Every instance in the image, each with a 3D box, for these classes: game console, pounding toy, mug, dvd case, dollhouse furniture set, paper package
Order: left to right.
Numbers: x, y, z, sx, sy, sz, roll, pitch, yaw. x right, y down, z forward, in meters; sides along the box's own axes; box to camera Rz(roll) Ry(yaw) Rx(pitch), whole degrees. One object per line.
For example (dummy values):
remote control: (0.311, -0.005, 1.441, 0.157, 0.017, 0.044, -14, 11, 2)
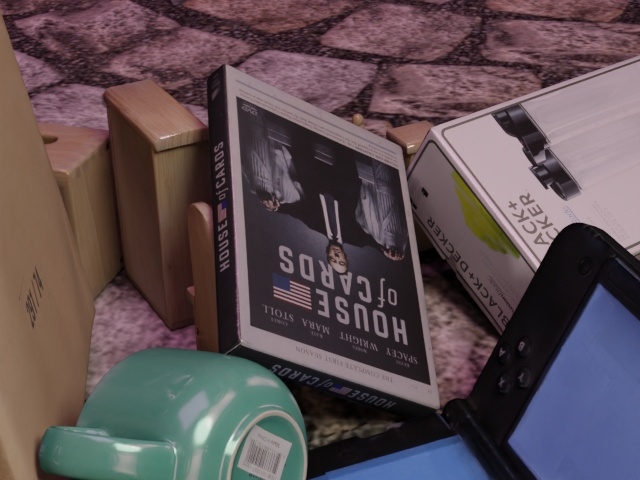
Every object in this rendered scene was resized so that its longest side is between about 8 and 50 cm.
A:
paper package: (-0.260, 0.026, 0.756, 0.168, 0.309, 0.325, -11, 29, 0)
pounding toy: (-0.266, -0.066, 1.030, 0.181, 0.206, 0.094, 7, 30, 16)
mug: (-0.075, 0.136, 0.722, 0.097, 0.129, 0.158, 3, 25, 36)
dvd case: (0.000, 0.000, 0.888, 0.179, 0.029, 0.238, 22, 47, -34)
dollhouse furniture set: (0.017, -0.060, 1.041, 0.356, 0.173, 0.303, -16, 33, -23)
game console: (0.107, 0.138, 0.700, 0.173, 0.250, 0.293, 15, 21, -28)

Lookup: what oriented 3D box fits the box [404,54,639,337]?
box: (0.229, -0.044, 1.022, 0.290, 0.087, 0.169, -20, 65, -30)
